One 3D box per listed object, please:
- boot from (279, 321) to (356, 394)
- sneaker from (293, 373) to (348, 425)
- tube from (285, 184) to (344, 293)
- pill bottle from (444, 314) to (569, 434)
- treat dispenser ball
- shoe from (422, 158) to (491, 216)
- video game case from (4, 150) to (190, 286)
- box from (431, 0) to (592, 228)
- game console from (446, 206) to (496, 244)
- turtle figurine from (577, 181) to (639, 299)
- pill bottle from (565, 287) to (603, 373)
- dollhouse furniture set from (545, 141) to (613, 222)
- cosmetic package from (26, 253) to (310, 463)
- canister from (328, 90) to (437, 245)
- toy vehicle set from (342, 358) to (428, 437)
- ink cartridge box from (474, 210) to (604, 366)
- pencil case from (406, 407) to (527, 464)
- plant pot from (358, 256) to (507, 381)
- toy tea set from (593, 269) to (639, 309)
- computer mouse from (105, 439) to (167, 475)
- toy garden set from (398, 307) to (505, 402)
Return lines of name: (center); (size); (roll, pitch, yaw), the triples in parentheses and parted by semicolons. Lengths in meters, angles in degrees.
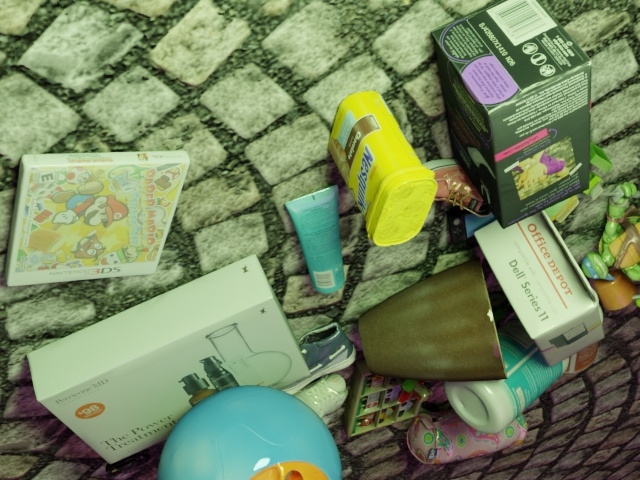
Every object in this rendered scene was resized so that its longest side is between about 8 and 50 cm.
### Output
boot: (-0.035, 0.210, 1.684); (0.190, 0.069, 0.086); (-27, 130, 1)
sneaker: (-0.008, 0.294, 1.772); (0.115, 0.090, 0.232); (-46, 167, 6)
tube: (0.000, 0.000, 1.430); (0.080, 0.052, 0.207); (-24, 141, -11)
pill bottle: (0.368, 0.235, 1.783); (0.264, 0.146, 0.146); (-34, 152, -28)
treat dispenser ball: (-0.109, 0.371, 1.470); (0.288, 0.288, 0.288); (-17, 145, -12)
shoe: (0.210, -0.077, 1.427); (0.177, 0.081, 0.063); (-11, 144, -20)
video game case: (-0.292, -0.026, 1.220); (0.206, 0.026, 0.227); (-5, 141, -29)
box: (0.259, -0.169, 1.259); (0.143, 0.165, 0.270); (-25, 147, -2)
game console: (0.274, -0.037, 1.527); (0.122, 0.071, 0.107); (-20, 128, -8)
turtle figurine: (0.597, -0.012, 1.667); (0.266, 0.198, 0.275); (-32, 149, 0)
pill bottle: (0.512, 0.175, 1.927); (0.121, 0.121, 0.216); (-22, 146, -5)
dollhouse furniture set: (0.411, -0.086, 1.544); (0.076, 0.059, 0.152); (29, 117, -17)
cosmetic package: (-0.227, 0.199, 1.507); (0.377, 0.097, 0.284); (-24, 144, -2)
canister: (0.076, -0.096, 1.234); (0.073, 0.170, 0.126); (-10, 143, -22)
toy vehicle set: (0.138, 0.308, 1.940); (0.165, 0.035, 0.267); (-15, 145, -16)
ink cartridge box: (0.364, 0.070, 1.564); (0.119, 0.207, 0.353); (-29, 156, 8)
pencil case: (0.338, 0.437, 2.172); (0.284, 0.124, 0.124); (-2, 140, -29)
plant pot: (0.190, 0.158, 1.652); (0.230, 0.215, 0.215); (-13, 148, 10)
toy tea set: (0.681, 0.088, 1.765); (0.200, 0.336, 0.124); (-47, 114, -20)
computer mouse: (-0.292, 0.388, 1.765); (0.242, 0.041, 0.071); (-29, 147, 7)
toy garden set: (0.256, 0.253, 1.861); (0.244, 0.049, 0.204); (-23, 150, -40)
